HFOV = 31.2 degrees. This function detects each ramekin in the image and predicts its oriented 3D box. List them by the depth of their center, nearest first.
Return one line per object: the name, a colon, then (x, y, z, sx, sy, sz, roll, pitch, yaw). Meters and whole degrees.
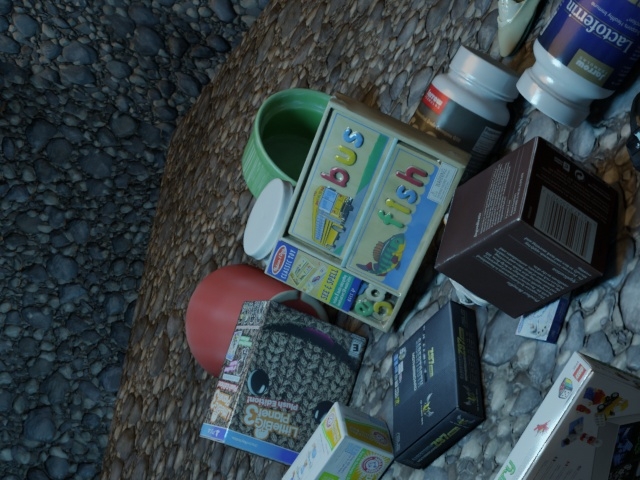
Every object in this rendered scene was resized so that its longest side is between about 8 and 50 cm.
ramekin: (-0.029, -0.180, 2.577, 0.148, 0.303, 0.303, 126, 156, -48)

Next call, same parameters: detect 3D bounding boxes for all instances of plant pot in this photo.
plant pot: (-0.123, 0.193, 2.494, 0.243, 0.275, 0.275, 6, 74, 58)

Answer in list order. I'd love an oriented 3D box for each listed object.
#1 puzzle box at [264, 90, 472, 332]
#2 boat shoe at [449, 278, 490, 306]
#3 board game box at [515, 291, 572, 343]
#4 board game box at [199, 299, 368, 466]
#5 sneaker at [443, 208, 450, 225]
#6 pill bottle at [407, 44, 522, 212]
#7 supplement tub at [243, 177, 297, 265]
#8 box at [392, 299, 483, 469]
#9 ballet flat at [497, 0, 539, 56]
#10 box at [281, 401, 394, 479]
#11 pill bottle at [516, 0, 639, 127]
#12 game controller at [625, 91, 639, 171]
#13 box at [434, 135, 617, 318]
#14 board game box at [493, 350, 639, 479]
puzzle box: (0.077, -0.044, 2.106, 0.052, 0.272, 0.409, -54, -12, -54)
boat shoe: (0.256, 0.076, 1.960, 0.184, 0.066, 0.063, -121, 42, -61)
board game box: (0.345, 0.111, 1.767, 0.090, 0.020, 0.090, 6, 74, 68)
board game box: (-0.072, 0.292, 2.283, 0.141, 0.232, 0.291, -9, 61, 65)
sneaker: (0.284, -0.022, 1.933, 0.121, 0.099, 0.262, -54, 22, 20)
pill bottle: (0.247, -0.207, 2.119, 0.283, 0.161, 0.161, -61, 22, 16)
supplement tub: (0.000, 0.000, 2.346, 0.191, 0.272, 0.191, -50, 27, 37)
box: (0.194, 0.243, 1.939, 0.183, 0.059, 0.233, -47, 29, 39)
ballet flat: (0.385, -0.470, 2.168, 0.248, 0.086, 0.086, -60, 22, 18)
box: (0.031, 0.412, 2.079, 0.203, 0.114, 0.103, -58, 22, 22)
pill bottle: (0.433, -0.320, 1.808, 0.265, 0.153, 0.153, -58, 23, 24)
game controller: (0.547, -0.224, 1.593, 0.319, 0.067, 0.166, -43, 17, 45)
box: (0.311, -0.017, 1.736, 0.203, 0.168, 0.167, -34, 30, 50)
board game box: (0.318, 0.300, 1.406, 0.305, 0.193, 0.053, -61, 23, 14)
